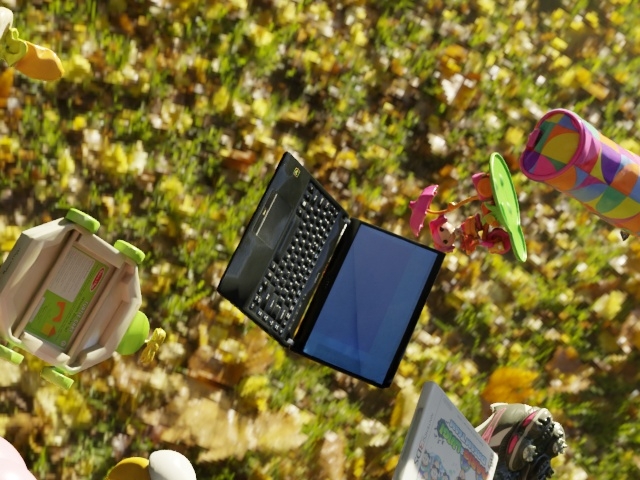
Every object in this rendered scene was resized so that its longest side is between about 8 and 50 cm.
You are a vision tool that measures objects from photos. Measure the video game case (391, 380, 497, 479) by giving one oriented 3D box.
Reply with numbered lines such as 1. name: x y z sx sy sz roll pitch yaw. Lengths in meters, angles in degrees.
1. video game case: 0.142 0.261 1.288 0.157 0.019 0.143 50 46 -32

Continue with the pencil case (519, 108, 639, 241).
1. pencil case: 0.347 -0.079 1.421 0.236 0.104 0.105 25 51 -41

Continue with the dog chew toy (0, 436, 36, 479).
1. dog chew toy: -0.509 0.407 1.716 0.206 0.331 0.207 -7 102 -34

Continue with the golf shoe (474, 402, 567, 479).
1. golf shoe: 0.220 0.336 1.572 0.273 0.120 0.105 -45 124 -22

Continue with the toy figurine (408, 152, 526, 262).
1. toy figurine: 0.218 -0.032 1.768 0.130 0.159 0.173 -34 108 -67

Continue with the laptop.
1. laptop: 0.021 0.043 1.621 0.264 0.136 0.234 45 61 -40

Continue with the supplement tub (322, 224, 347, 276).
1. supplement tub: 0.000 0.000 2.053 0.117 0.190 0.117 -9 70 28

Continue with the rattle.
1. rattle: -0.498 -0.313 1.867 0.142 0.199 0.130 38 68 -7

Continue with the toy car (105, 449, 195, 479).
1. toy car: -0.209 0.359 1.394 0.159 0.136 0.182 -27 42 10

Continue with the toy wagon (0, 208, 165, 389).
1. toy wagon: -0.401 0.116 1.935 0.068 0.344 0.267 20 77 41
